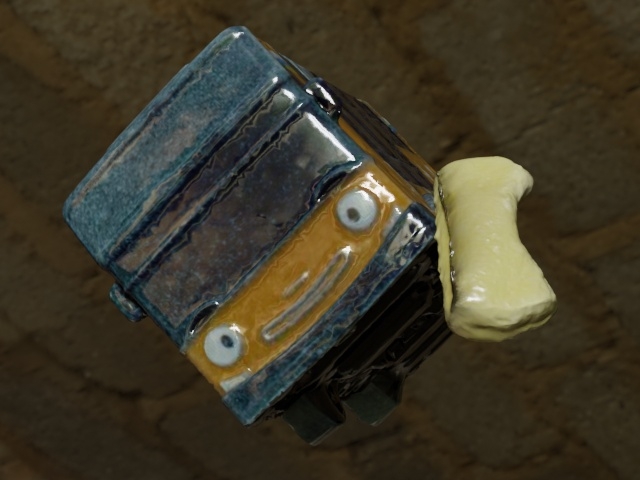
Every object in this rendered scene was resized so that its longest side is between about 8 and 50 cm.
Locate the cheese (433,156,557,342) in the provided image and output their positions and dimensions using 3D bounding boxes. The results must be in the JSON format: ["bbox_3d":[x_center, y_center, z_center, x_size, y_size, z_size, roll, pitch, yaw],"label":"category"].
[{"bbox_3d":[0.066,0.000,0.572,0.030,0.044,0.083,91,-1,-48],"label":"cheese"}]

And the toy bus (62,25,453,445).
[{"bbox_3d":[0.000,0.000,0.909,0.194,0.162,0.323,47,9,13],"label":"toy bus"}]
